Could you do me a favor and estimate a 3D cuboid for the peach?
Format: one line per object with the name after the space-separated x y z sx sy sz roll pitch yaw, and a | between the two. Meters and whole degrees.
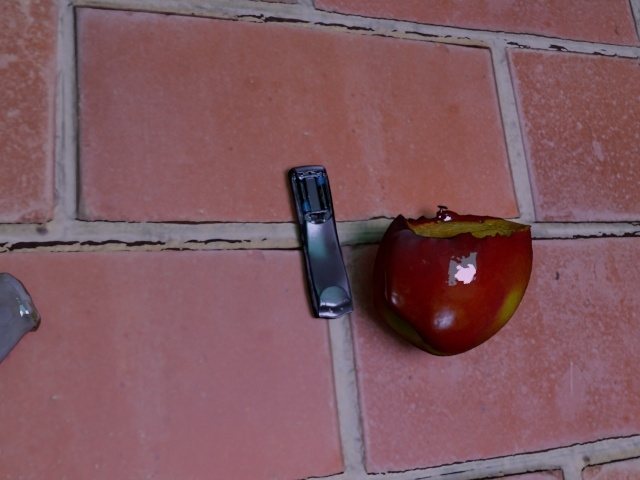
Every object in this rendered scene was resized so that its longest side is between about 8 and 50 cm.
0.174 0.031 0.863 0.196 0.190 0.226 39 72 4 | peach

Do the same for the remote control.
0.000 0.000 0.894 0.059 0.028 0.211 -7 78 -23 | remote control

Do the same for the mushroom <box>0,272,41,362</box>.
-0.417 0.173 0.657 0.109 0.097 0.351 35 64 -9 | mushroom
